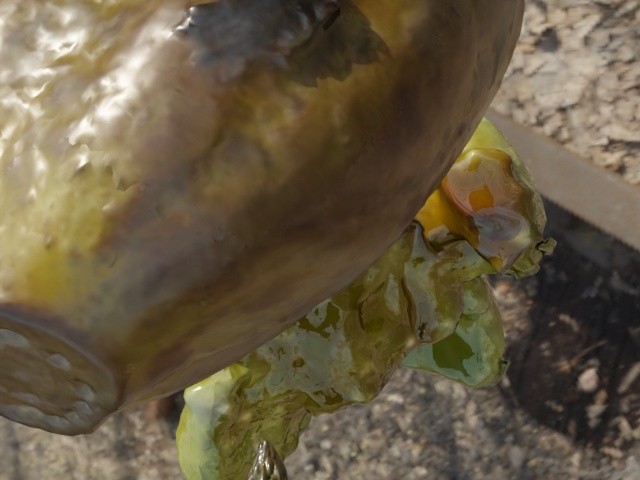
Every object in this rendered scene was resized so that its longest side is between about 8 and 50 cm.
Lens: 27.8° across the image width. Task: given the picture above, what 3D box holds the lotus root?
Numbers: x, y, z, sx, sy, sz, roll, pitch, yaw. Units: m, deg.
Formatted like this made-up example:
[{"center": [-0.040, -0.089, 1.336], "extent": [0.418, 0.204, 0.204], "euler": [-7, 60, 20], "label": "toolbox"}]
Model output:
[{"center": [-0.029, -0.052, 0.485], "extent": [0.193, 0.291, 0.193], "euler": [27, 144, 22], "label": "lotus root"}]

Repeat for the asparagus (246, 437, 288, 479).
[{"center": [-0.023, 0.099, 0.288], "extent": [0.014, 0.114, 0.015], "euler": [0, 145, 24], "label": "asparagus"}]

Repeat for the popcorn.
[{"center": [-0.007, 0.005, 0.892], "extent": [0.321, 0.325, 0.290], "euler": [-54, 35, 22], "label": "popcorn"}]
